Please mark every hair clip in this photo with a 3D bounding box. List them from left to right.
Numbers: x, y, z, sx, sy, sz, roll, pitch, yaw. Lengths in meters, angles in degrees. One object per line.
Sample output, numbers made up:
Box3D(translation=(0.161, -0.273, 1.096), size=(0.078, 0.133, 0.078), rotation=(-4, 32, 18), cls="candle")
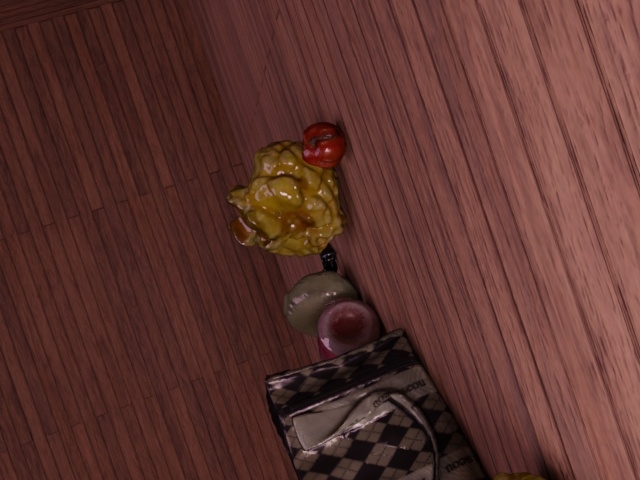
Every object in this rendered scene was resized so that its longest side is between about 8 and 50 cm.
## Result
Box3D(translation=(0.000, 0.000, 1.656), size=(0.229, 0.039, 0.070), rotation=(-114, 10, -53), cls="hair clip")

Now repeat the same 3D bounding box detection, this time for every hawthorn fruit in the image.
Box3D(translation=(0.002, -0.174, 1.120), size=(0.093, 0.093, 0.093), rotation=(161, 90, -80), cls="hawthorn fruit")

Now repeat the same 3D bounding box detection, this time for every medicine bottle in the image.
Box3D(translation=(0.065, 0.244, 1.422), size=(0.247, 0.147, 0.147), rotation=(86, 162, -59), cls="medicine bottle")

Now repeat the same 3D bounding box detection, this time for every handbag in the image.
Box3D(translation=(0.087, 0.379, 1.037), size=(0.180, 0.317, 0.416), rotation=(90, 159, -45), cls="handbag")

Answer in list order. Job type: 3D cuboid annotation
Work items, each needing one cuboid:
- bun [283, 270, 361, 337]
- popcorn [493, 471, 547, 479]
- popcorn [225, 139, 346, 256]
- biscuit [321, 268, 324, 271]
Box3D(translation=(0.014, 0.151, 1.527), size=(0.212, 0.204, 0.126), rotation=(-46, 30, 43), cls="bun")
Box3D(translation=(0.226, 0.366, 0.666), size=(0.221, 0.184, 0.204), rotation=(58, -157, -72), cls="popcorn")
Box3D(translation=(-0.072, -0.083, 1.305), size=(0.258, 0.270, 0.224), rotation=(18, -141, -42), cls="popcorn")
Box3D(translation=(0.024, 0.127, 1.786), size=(0.130, 0.019, 0.119), rotation=(83, 164, -50), cls="biscuit")
